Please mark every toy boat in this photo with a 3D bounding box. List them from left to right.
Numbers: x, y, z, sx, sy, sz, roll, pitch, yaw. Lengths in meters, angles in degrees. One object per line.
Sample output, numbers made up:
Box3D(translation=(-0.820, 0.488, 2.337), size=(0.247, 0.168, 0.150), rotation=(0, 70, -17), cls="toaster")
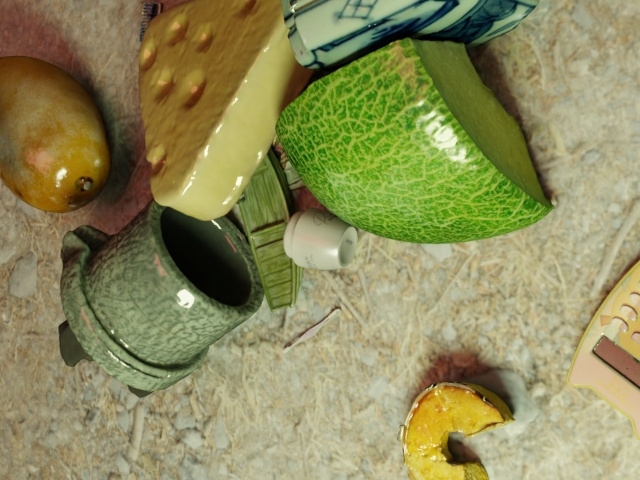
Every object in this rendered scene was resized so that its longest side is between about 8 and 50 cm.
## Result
Box3D(translation=(-0.082, -0.034, 1.441), size=(0.093, 0.055, 0.293), rotation=(-19, 83, 35), cls="toy boat")

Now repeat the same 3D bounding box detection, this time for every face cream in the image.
Box3D(translation=(0.000, 0.000, 1.368), size=(0.095, 0.091, 0.091), rotation=(15, 99, 27), cls="face cream")

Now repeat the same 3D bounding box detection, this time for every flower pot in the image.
Box3D(translation=(-0.276, 0.077, 1.453), size=(0.283, 0.299, 0.299), rotation=(-39, 69, 26), cls="flower pot")

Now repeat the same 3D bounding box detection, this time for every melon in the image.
Box3D(translation=(0.094, -0.121, 1.249), size=(0.343, 0.331, 0.226), rotation=(-25, 41, 40), cls="melon")

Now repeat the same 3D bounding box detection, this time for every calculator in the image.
Box3D(translation=(0.413, 0.116, 1.109), size=(0.157, 0.033, 0.237), rotation=(41, 111, 29), cls="calculator")

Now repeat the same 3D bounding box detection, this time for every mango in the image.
Box3D(translation=(-0.512, -0.201, 1.665), size=(0.384, 0.199, 0.221), rotation=(43, 116, 29), cls="mango")

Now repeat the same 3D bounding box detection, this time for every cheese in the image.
Box3D(translation=(-0.174, -0.255, 1.429), size=(0.384, 0.104, 0.384), rotation=(-20, 60, 39), cls="cheese")

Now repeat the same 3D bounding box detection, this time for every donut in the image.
Box3D(translation=(0.184, 0.269, 1.252), size=(0.146, 0.078, 0.181), rotation=(24, 111, 34), cls="donut")

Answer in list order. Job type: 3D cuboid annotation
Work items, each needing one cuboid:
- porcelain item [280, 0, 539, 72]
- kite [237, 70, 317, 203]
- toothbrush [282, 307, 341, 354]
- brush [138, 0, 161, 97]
Box3D(translation=(0.111, -0.316, 1.163), size=(0.281, 0.285, 0.157), rotation=(-16, 84, 33), cls="porcelain item")
Box3D(translation=(-0.074, -0.167, 1.466), size=(0.323, 0.013, 0.268), rotation=(40, 114, 26), cls="kite")
Box3D(translation=(-0.014, 0.143, 1.427), size=(0.131, 0.013, 0.011), rotation=(-39, 79, 29), cls="toothbrush")
Box3D(translation=(-0.307, -0.336, 1.621), size=(0.033, 0.030, 0.179), rotation=(10, 96, 25), cls="brush")
